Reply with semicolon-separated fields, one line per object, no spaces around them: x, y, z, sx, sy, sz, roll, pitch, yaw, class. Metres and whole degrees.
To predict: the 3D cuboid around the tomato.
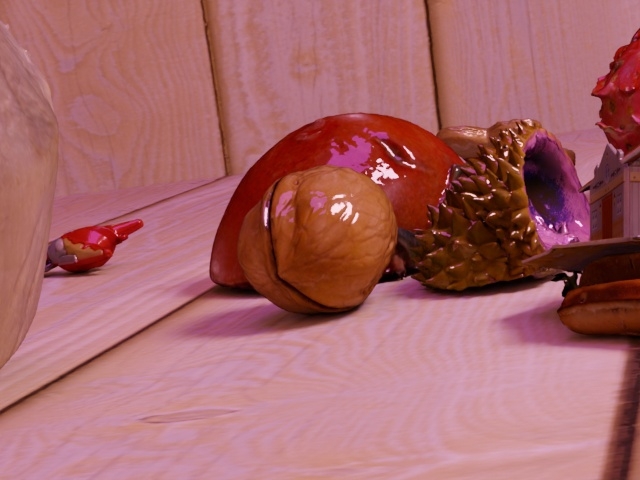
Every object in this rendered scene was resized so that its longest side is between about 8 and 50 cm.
0.020;-0.051;1.803;0.309;0.170;0.309;-6;6;1;tomato

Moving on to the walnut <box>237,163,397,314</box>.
0.000;0.000;1.539;0.144;0.144;0.180;-5;11;25;walnut

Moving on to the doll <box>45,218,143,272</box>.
-0.320;0.017;2.182;0.169;0.057;0.109;-21;15;26;doll

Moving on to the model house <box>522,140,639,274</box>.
0.272;-0.048;1.322;0.207;0.136;0.219;2;-8;-2;model house

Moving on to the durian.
0.170;-0.016;1.623;0.186;0.154;0.260;-32;-6;11;durian

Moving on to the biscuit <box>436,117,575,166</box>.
0.250;-0.099;2.159;0.153;0.030;0.234;-5;-21;22;biscuit

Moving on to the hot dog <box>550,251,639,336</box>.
0.244;0.040;1.208;0.188;0.055;0.072;-8;33;52;hot dog

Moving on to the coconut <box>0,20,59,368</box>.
-0.414;-0.034;1.400;0.415;0.415;0.344;-4;18;35;coconut

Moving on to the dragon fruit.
0.451;-0.149;2.076;0.210;0.205;0.268;26;-14;31;dragon fruit
